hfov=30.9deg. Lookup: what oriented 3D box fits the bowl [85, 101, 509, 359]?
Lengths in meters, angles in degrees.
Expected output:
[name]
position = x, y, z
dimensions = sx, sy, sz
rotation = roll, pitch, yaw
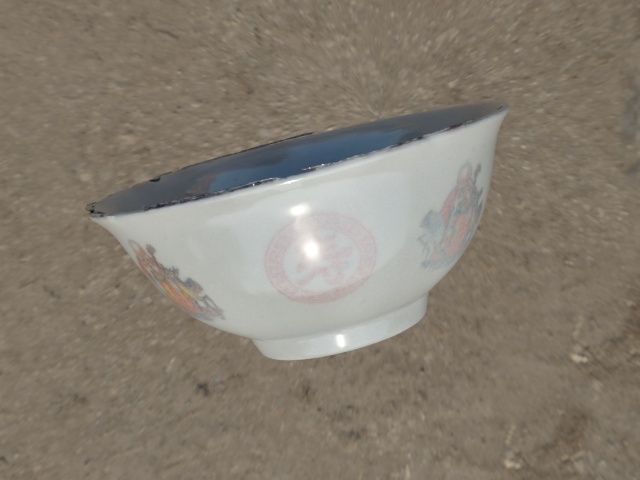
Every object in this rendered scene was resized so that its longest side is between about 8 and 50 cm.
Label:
[bowl]
position = 0.000, 0.000, 0.937
dimensions = 0.345, 0.345, 0.157
rotation = -14, 100, 4
